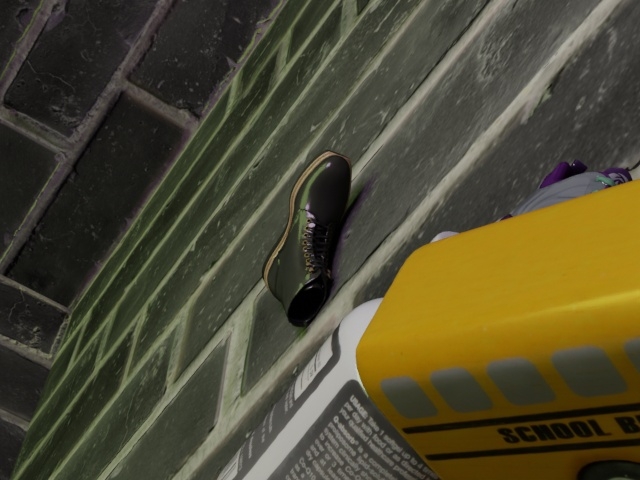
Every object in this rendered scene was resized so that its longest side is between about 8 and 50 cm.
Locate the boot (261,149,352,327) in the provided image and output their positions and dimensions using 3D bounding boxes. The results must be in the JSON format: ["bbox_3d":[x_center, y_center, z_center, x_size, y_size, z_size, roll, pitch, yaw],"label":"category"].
[{"bbox_3d":[0.000,0.000,1.188,0.137,0.076,0.198,-123,51,-65],"label":"boot"}]

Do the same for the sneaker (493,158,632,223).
[{"bbox_3d":[0.185,-0.008,0.660,0.098,0.083,0.224,-53,17,5],"label":"sneaker"}]

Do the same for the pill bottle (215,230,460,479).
[{"bbox_3d":[0.048,0.140,0.667,0.278,0.162,0.162,-53,19,21],"label":"pill bottle"}]

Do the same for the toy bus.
[{"bbox_3d":[0.179,0.036,0.402,0.332,0.130,0.108,-19,27,46],"label":"toy bus"}]
